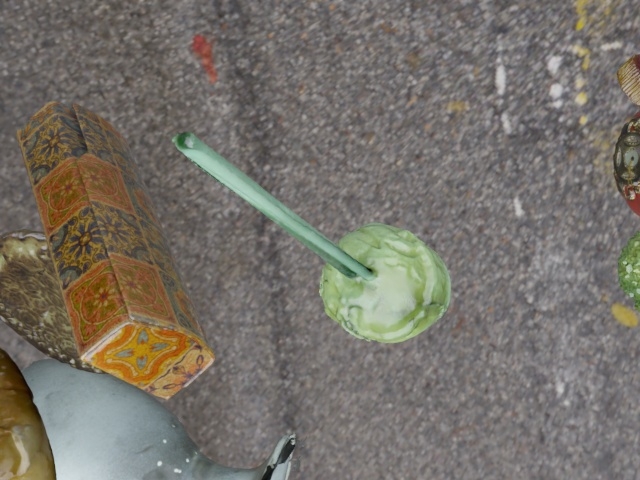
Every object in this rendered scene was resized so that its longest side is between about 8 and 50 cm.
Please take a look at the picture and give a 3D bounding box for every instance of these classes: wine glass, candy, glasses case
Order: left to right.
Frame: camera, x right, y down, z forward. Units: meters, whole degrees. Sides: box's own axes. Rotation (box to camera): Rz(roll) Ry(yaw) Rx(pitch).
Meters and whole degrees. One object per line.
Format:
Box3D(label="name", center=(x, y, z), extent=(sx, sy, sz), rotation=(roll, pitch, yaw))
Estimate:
Box3D(label="glasses case", center=(-0.134, -0.003, 0.617), extent=(0.049, 0.218, 0.075), rotation=(-39, 137, 10))
Box3D(label="wine glass", center=(-0.210, 0.260, 1.118), extent=(0.357, 0.190, 0.190), rotation=(13, 122, 9))
Box3D(label="candy", center=(0.000, 0.000, 0.613), extent=(0.092, 0.335, 0.093), rotation=(-36, 63, 10))

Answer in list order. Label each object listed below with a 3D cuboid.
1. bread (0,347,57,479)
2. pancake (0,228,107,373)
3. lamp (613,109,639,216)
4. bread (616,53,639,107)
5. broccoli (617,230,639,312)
Box3D(label="bread", center=(-0.375, 0.211, 0.858), extent=(0.195, 0.246, 0.176), rotation=(50, 143, 42))
Box3D(label="pancake", center=(-0.249, 0.063, 0.933), extent=(0.199, 0.021, 0.199), rotation=(13, 137, 13))
Box3D(label="lamp", center=(0.617, -0.136, 1.663), extent=(0.227, 0.227, 0.227), rotation=(13, 122, 22))
Box3D(label="bread", center=(0.478, -0.233, 1.403), extent=(0.085, 0.085, 0.053), rotation=(48, 130, -2))
Box3D(label="broccoli", center=(0.532, 0.026, 1.141), extent=(0.254, 0.302, 0.186), rotation=(32, 139, 57))
